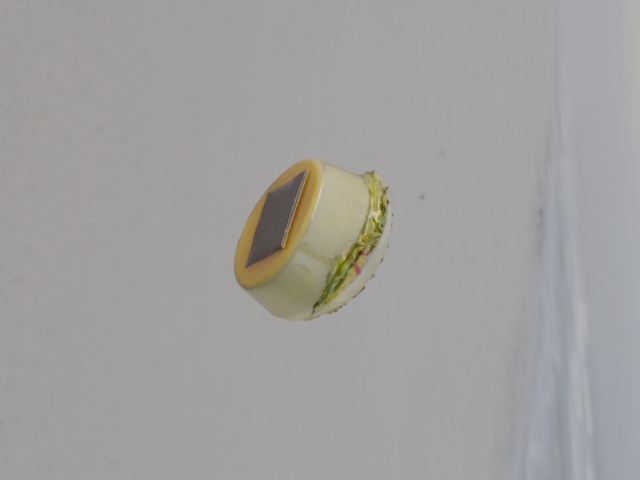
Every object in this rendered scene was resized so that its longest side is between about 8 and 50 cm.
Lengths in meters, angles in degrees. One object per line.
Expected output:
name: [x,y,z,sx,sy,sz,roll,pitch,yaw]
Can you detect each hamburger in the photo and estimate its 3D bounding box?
hamburger: [0.000,0.000,1.009,0.081,0.141,0.126,30,44,-23]
